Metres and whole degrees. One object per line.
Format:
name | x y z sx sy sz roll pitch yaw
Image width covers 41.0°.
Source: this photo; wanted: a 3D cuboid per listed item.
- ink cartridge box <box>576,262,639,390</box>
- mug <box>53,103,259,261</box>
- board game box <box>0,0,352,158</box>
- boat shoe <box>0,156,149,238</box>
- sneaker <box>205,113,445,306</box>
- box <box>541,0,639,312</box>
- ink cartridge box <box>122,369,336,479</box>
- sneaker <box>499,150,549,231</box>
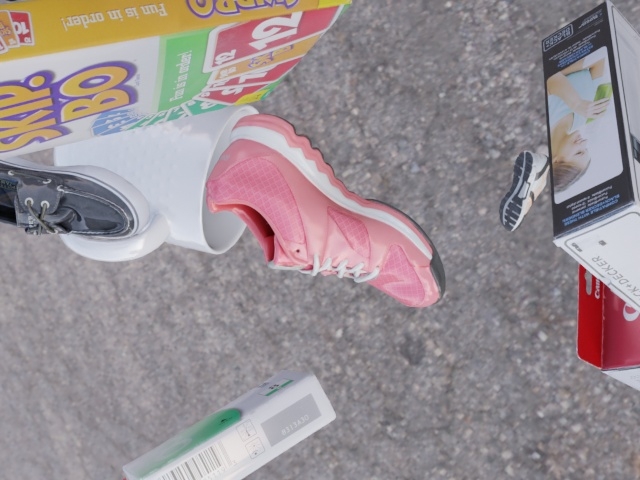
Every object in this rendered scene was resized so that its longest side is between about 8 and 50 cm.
ink cartridge box | 0.568 0.090 1.454 0.272 0.309 0.130 25 151 -32
mug | -0.321 -0.111 1.544 0.328 0.374 0.276 14 141 15
board game box | -0.118 -0.089 0.451 0.124 0.259 0.039 -33 76 57
boat shoe | -0.287 -0.039 0.862 0.229 0.076 0.080 17 128 12
sneaker | -0.001 0.000 0.984 0.314 0.136 0.116 38 153 -9
box | 0.315 -0.086 0.879 0.169 0.290 0.087 35 135 -29
ink cartridge box | -0.110 0.189 0.842 0.056 0.181 0.225 65 156 -8
sneaker | 0.254 -0.058 1.049 0.040 0.044 0.109 51 135 45
